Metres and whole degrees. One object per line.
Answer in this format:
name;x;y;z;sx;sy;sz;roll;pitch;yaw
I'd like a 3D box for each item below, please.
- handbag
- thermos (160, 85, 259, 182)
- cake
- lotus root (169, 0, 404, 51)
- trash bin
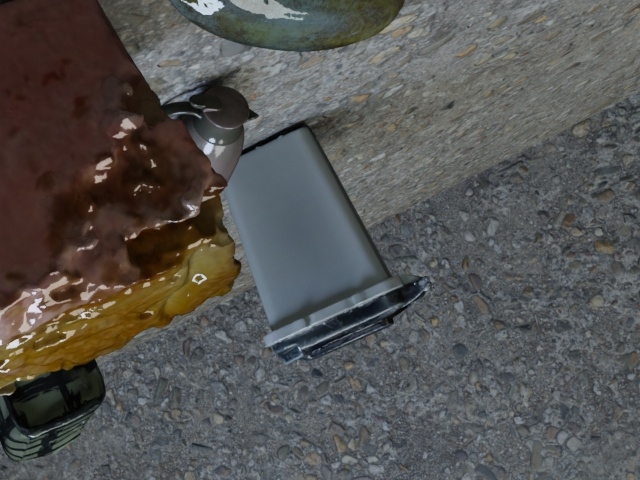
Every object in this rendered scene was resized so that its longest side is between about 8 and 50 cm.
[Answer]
handbag;-0.458;0.156;1.608;0.162;0.327;0.325;-23;171;-24
thermos;-0.169;-0.142;1.462;0.137;0.105;0.193;11;154;-16
cake;-0.275;-0.047;1.049;0.314;0.307;0.293;-23;168;-12
lotus root;-0.059;-0.248;0.961;0.322;0.158;0.140;-8;161;-41
trash bin;0.000;0.000;1.829;0.296;0.368;0.256;-25;173;7
